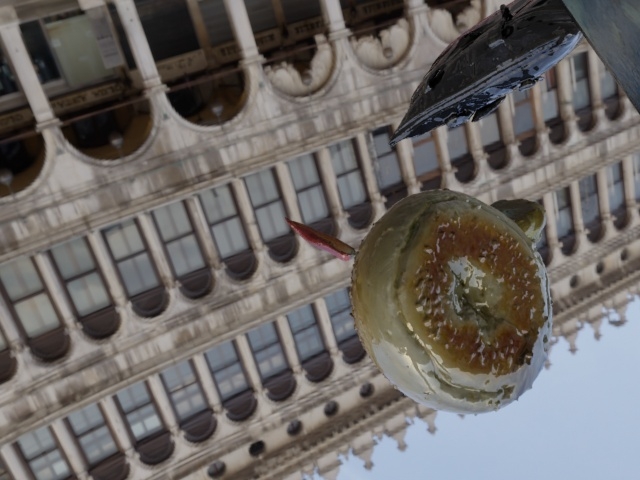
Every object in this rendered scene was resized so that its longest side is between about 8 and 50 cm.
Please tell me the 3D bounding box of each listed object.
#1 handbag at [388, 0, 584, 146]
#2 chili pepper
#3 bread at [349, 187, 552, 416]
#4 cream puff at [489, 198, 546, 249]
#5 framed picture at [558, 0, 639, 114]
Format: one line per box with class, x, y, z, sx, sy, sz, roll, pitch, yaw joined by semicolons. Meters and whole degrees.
handbag;0.195;-0.201;0.682;0.254;0.089;0.211;-26;-161;51
chili pepper;0.000;0.000;1.298;0.178;0.027;0.045;28;-150;9
bread;0.168;0.083;0.850;0.305;0.306;0.158;-30;-176;-34
cream puff;0.336;-0.003;1.159;0.146;0.116;0.146;-15;-157;7
framed picture;0.107;-0.184;0.285;0.016;0.347;0.265;-37;-174;12
